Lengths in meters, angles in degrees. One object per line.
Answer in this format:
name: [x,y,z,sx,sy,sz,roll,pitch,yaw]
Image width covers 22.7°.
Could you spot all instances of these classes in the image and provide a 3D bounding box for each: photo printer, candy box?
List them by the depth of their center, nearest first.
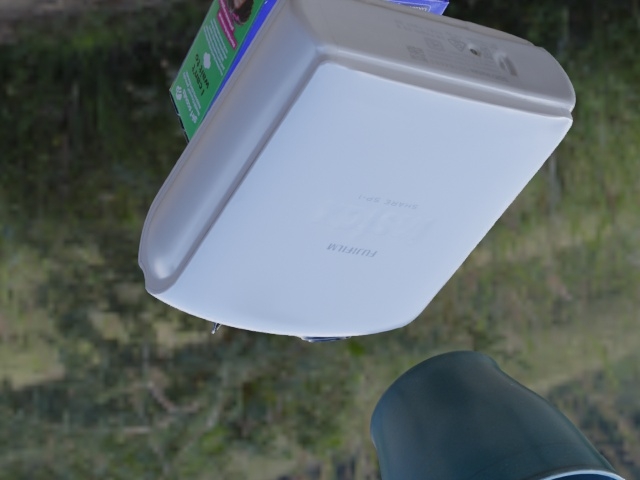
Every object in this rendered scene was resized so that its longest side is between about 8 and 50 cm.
photo printer: [0.016,-0.041,1.246,0.256,0.107,0.307,10,134,-33]
candy box: [-0.021,-0.259,2.168,0.268,0.122,0.317,3,139,-29]

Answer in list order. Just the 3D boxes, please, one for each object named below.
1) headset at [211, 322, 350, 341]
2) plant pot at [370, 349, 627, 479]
headset: [0.000,0.000,1.774,0.185,0.243,0.394,-7,161,-48]
plant pot: [0.187,0.277,1.869,0.271,0.272,0.255,1,-143,-31]
